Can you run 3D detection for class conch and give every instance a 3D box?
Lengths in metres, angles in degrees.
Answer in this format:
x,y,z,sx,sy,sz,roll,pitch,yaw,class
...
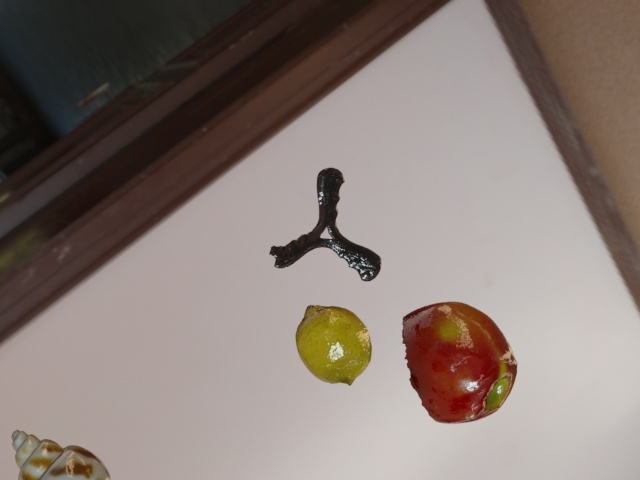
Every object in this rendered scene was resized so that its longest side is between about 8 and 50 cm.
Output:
x,y,z,sx,sy,sz,roll,pitch,yaw,class
-0.461,0.456,1.719,0.275,0.182,0.149,53,-177,28,conch

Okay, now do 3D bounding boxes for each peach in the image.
x,y,z,sx,sy,sz,roll,pitch,yaw,class
0.222,0.209,1.669,0.226,0.190,0.196,32,118,39,peach

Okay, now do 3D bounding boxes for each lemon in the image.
x,y,z,sx,sy,sz,roll,pitch,yaw,class
0.019,0.152,1.426,0.133,0.109,0.109,61,167,6,lemon

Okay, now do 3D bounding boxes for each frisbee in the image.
x,y,z,sx,sy,sz,roll,pitch,yaw,class
0.000,0.000,1.657,0.211,0.187,0.012,62,163,-5,frisbee
